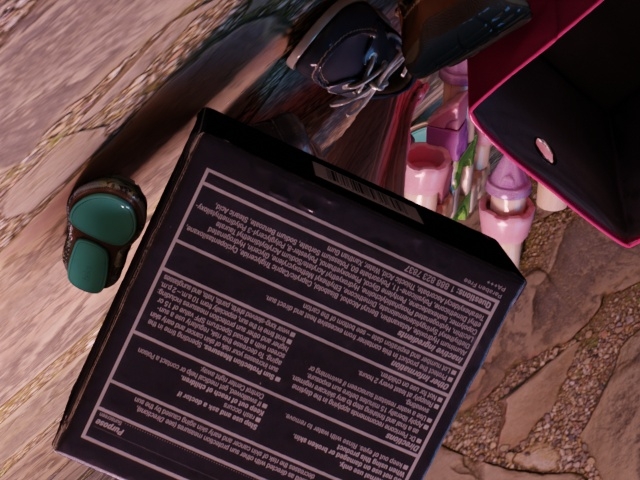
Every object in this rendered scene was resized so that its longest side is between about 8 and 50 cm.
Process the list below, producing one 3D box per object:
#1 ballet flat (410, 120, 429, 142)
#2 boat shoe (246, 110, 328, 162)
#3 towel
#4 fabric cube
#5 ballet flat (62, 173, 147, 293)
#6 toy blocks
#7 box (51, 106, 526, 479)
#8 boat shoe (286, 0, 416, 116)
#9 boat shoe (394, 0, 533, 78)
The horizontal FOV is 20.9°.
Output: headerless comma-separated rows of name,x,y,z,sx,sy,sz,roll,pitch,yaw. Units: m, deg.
ballet flat,0.122,-0.128,2.496,0.168,0.057,0.052,-44,-159,34
boat shoe,-0.039,-0.060,1.729,0.105,0.113,0.306,-28,162,-3
towel,0.000,0.000,1.865,0.332,0.053,0.317,-51,-168,34
fabric cube,0.318,-0.204,1.791,0.259,0.254,0.258,-39,-151,29
ballet flat,-0.179,-0.021,1.457,0.070,0.070,0.188,-39,173,-30
toy blocks,0.146,-0.128,2.125,0.288,0.309,0.260,-52,150,-51
box,-0.031,0.084,1.474,0.294,0.296,0.183,-64,-173,9
boat shoe,0.036,-0.169,1.631,0.095,0.079,0.254,-43,173,9
boat shoe,0.114,-0.226,1.579,0.123,0.120,0.324,-29,-179,9
